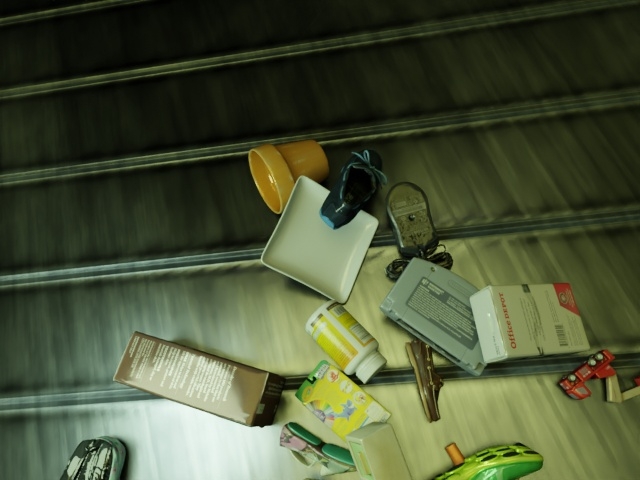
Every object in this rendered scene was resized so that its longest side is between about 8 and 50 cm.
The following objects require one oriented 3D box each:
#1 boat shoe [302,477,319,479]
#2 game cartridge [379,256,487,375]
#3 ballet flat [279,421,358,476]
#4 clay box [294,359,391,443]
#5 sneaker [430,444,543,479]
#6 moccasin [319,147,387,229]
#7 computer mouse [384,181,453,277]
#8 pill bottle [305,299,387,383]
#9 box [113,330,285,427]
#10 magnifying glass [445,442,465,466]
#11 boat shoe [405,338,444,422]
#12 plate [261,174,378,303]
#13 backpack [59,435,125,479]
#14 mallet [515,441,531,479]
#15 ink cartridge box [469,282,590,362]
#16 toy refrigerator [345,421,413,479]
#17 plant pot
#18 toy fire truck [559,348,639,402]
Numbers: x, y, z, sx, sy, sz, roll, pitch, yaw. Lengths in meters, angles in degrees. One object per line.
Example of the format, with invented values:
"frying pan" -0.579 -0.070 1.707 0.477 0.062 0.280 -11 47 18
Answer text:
"boat shoe" 0.055 0.704 1.077 0.110 0.121 0.340 -23 78 -5
"game cartridge" 0.327 0.184 1.225 0.297 0.062 0.198 35 63 9
"ballet flat" -0.005 0.534 1.175 0.222 0.077 0.079 20 92 20
"clay box" 0.056 0.423 1.211 0.222 0.053 0.127 36 79 19
"sneaker" 0.370 0.561 1.069 0.296 0.109 0.123 -29 79 4
"moccasin" 0.119 -0.158 1.329 0.138 0.117 0.341 36 48 -12
"computer mouse" 0.257 -0.032 1.350 0.189 0.072 0.271 -11 80 2
"pill bottle" 0.069 0.266 1.234 0.117 0.117 0.215 -43 69 -8
"box" -0.303 0.358 1.217 0.382 0.191 0.143 15 72 13
"magnifying glass" 0.373 0.593 1.113 0.092 0.026 0.230 -30 67 -3
"boat shoe" 0.275 0.349 1.194 0.073 0.073 0.206 -14 68 5
"plate" 0.000 0.000 1.329 0.278 0.045 0.277 29 73 -19
"backpack" -0.583 0.599 1.210 0.152 0.115 0.181 10 70 0
"mallet" 0.456 0.571 1.091 0.063 0.039 0.189 22 67 17
"ink cartridge box" 0.508 0.201 1.159 0.238 0.100 0.171 0 67 -16
"toy refrigerator" 0.152 0.565 1.073 0.094 0.102 0.269 -16 80 -23
"plant pot" -0.085 -0.209 1.408 0.188 0.205 0.205 -26 67 -19
"toy fire truck" 0.701 0.343 1.146 0.192 0.047 0.135 -36 70 -5
